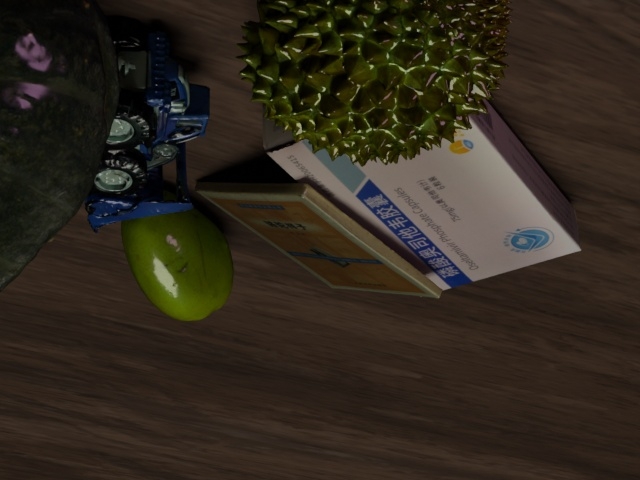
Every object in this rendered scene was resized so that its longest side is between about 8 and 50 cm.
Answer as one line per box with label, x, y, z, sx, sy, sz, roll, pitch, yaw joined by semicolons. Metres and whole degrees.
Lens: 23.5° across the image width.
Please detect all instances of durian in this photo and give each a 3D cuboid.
durian;0.042;-0.162;1.309;0.237;0.200;0.176;-18;-169;40

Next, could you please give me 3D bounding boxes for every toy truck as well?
toy truck;-0.172;-0.104;1.454;0.126;0.113;0.208;3;149;-12

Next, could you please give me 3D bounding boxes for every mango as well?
mango;-0.157;0.020;1.650;0.089;0.117;0.163;-8;149;33

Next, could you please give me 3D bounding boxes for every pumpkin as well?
pumpkin;-0.326;-0.108;1.254;0.291;0.328;0.257;26;172;23

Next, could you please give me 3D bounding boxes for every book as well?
book;0.000;0.001;1.642;0.170;0.018;0.241;3;156;45

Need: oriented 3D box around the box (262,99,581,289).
box;0.112;-0.061;1.583;0.200;0.065;0.343;-17;145;24
